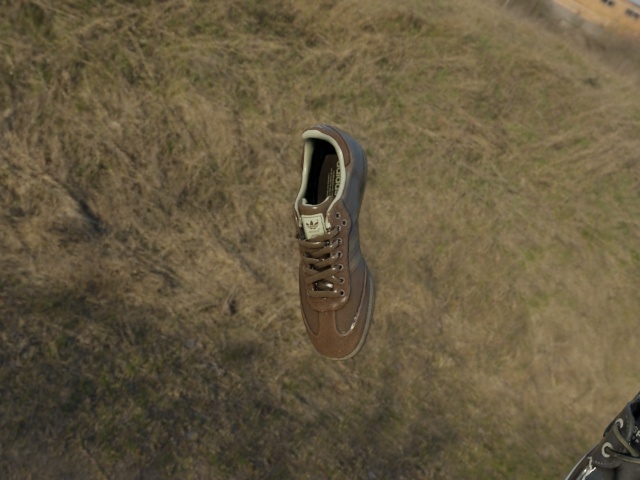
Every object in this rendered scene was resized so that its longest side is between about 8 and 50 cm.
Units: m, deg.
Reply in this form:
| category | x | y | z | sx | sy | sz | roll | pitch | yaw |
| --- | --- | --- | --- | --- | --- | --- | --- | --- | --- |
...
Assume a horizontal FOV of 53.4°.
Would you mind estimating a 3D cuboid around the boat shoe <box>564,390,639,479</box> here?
| category | x | y | z | sx | sy | sz | roll | pitch | yaw |
| --- | --- | --- | --- | --- | --- | --- | --- | --- | --- |
| boat shoe | 0.200 | 0.117 | 0.358 | 0.076 | 0.228 | 0.080 | 55 | -8 | -37 |

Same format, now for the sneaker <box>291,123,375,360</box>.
| category | x | y | z | sx | sy | sz | roll | pitch | yaw |
| --- | --- | --- | --- | --- | --- | --- | --- | --- | --- |
| sneaker | 0.000 | 0.000 | 0.507 | 0.071 | 0.066 | 0.188 | 20 | 66 | -61 |
